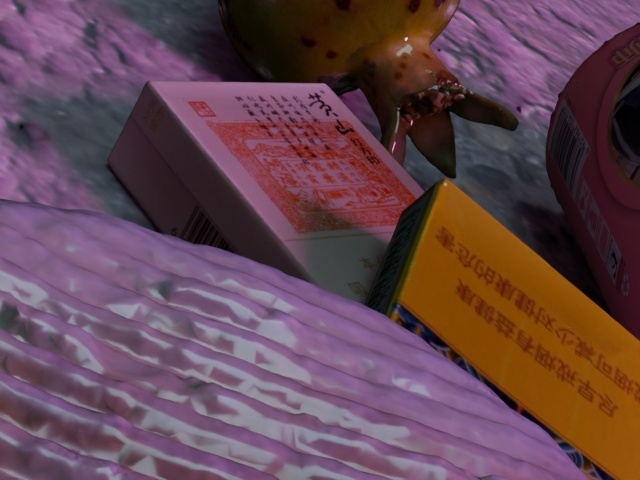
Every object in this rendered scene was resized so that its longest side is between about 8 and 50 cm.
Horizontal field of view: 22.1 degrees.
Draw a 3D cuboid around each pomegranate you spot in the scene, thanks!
[{"bbox_3d":[0.027,-0.133,1.001,0.220,0.156,0.156,60,31,-5],"label":"pomegranate"}]

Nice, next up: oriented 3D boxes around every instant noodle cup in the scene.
[{"bbox_3d":[0.249,-0.014,0.953,0.244,0.244,0.255,18,25,-23],"label":"instant noodle cup"}]

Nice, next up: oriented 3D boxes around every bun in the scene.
[{"bbox_3d":[-0.061,0.143,0.419,0.361,0.211,0.362,18,31,-11],"label":"bun"}]

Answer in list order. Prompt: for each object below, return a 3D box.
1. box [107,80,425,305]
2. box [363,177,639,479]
[{"bbox_3d":[0.000,0.000,0.846,0.141,0.058,0.201,-4,44,-45],"label":"box"},{"bbox_3d":[0.070,0.103,0.704,0.153,0.041,0.279,39,39,-12],"label":"box"}]
